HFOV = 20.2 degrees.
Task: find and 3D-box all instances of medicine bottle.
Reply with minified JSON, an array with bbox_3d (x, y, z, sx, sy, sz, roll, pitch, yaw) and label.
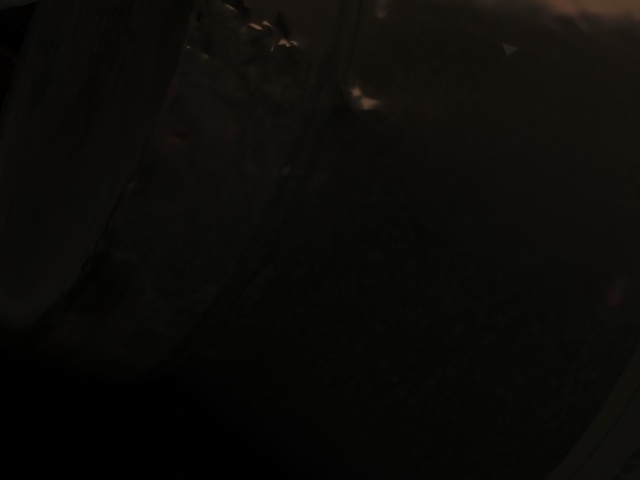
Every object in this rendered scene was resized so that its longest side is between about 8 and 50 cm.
[{"bbox_3d":[0.053,-0.018,0.606,0.290,0.245,0.245,21,11,-22],"label":"medicine bottle"}]

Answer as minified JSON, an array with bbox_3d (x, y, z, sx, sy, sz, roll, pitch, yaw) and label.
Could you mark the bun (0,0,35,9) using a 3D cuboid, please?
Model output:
[{"bbox_3d":[-0.294,-0.285,1.242,0.362,0.211,0.362,21,14,-5],"label":"bun"}]
